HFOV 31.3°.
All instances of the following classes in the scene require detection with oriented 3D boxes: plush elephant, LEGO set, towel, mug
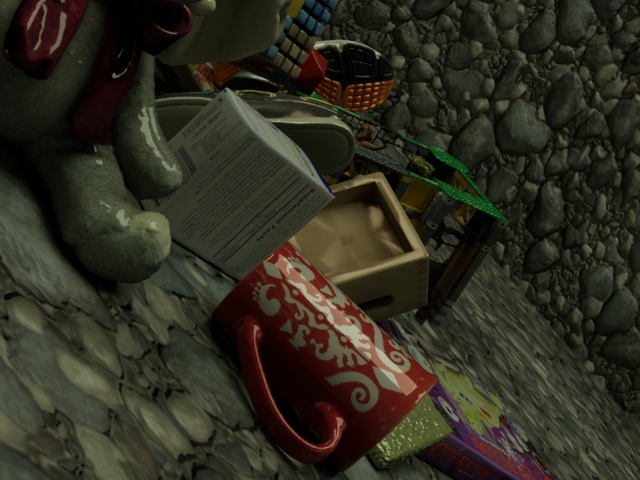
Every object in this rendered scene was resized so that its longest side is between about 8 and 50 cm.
[{"bbox_3d":[-0.150,-0.179,0.835,0.272,0.255,0.330,46,13,-34],"label":"plush elephant"},{"bbox_3d":[0.053,-0.029,1.412,0.331,0.192,0.255,18,22,-36],"label":"LEGO set"},{"bbox_3d":[0.065,0.161,1.098,0.110,0.027,0.148,54,27,14],"label":"towel"},{"bbox_3d":[-0.004,0.093,0.932,0.169,0.113,0.150,47,10,5],"label":"mug"}]

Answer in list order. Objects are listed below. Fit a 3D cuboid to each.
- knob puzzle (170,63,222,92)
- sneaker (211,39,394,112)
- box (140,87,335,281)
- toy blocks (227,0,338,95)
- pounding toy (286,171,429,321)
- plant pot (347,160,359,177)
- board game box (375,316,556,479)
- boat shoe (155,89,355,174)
[{"bbox_3d":[-0.151,-0.191,1.481,0.213,0.030,0.213,47,12,-14],"label":"knob puzzle"},{"bbox_3d":[-0.028,-0.245,1.569,0.262,0.099,0.121,5,22,-22],"label":"sneaker"},{"bbox_3d":[-0.080,-0.049,1.053,0.137,0.126,0.072,37,15,-47],"label":"box"},{"bbox_3d":[-0.107,-0.271,1.259,0.261,0.190,0.381,27,0,34],"label":"toy blocks"},{"bbox_3d":[-0.011,-0.001,1.193,0.094,0.181,0.206,86,-17,-49],"label":"pounding toy"},{"bbox_3d":[-0.012,-0.122,1.614,0.134,0.095,0.134,47,11,-12],"label":"plant pot"},{"bbox_3d":[0.171,0.216,1.346,0.347,0.056,0.208,38,21,-45],"label":"board game box"},{"bbox_3d":[-0.080,-0.115,1.171,0.228,0.081,0.068,7,31,-12],"label":"boat shoe"}]
